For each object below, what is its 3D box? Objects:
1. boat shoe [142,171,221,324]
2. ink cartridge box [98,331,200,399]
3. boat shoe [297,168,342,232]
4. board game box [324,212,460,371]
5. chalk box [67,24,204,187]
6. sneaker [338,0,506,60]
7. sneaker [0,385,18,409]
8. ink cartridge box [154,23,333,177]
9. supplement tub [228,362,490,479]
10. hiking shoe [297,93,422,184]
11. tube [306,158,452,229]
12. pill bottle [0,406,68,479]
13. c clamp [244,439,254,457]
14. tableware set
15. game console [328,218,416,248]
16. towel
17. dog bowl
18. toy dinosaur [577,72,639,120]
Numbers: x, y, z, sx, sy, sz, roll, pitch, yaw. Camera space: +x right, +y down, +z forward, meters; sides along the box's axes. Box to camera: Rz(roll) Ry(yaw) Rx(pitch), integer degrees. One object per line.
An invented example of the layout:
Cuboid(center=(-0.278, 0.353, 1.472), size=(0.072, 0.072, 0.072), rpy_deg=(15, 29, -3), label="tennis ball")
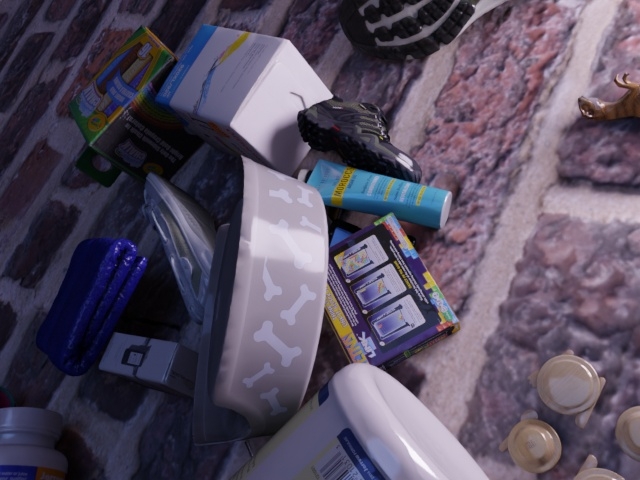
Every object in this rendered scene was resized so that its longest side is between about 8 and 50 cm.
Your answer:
Cuboid(center=(-0.234, -0.001, 1.002), size=(0.103, 0.118, 0.320), rpy_deg=(-44, 57, 6), label="boat shoe")
Cuboid(center=(-0.241, 0.193, 0.900), size=(0.150, 0.109, 0.063), rpy_deg=(1, 63, 34), label="ink cartridge box")
Cuboid(center=(0.000, 0.000, 0.866), size=(0.079, 0.084, 0.233), rpy_deg=(2, 68, 8), label="boat shoe")
Cuboid(center=(0.074, 0.071, 0.756), size=(0.141, 0.048, 0.170), rpy_deg=(-29, 64, 3), label="board game box")
Cuboid(center=(-0.362, -0.237, 1.173), size=(0.289, 0.180, 0.179), rpy_deg=(-44, 49, 4), label="chalk box")
Cuboid(center=(0.223, -0.420, 0.941), size=(0.410, 0.158, 0.182), rpy_deg=(-16, 26, 28), label="sneaker")
Cuboid(center=(-0.667, 0.312, 1.111), size=(0.178, 0.123, 0.296), rpy_deg=(-44, 57, 12), label="sneaker")
Cuboid(center=(-0.127, -0.242, 1.022), size=(0.232, 0.171, 0.168), rpy_deg=(26, 81, 41), label="ink cartridge box")
Cuboid(center=(0.003, 0.310, 0.588), size=(0.325, 0.235, 0.235), rpy_deg=(-45, 49, 5), label="supplement tub")
Cuboid(center=(0.074, -0.162, 0.895), size=(0.226, 0.086, 0.114), rpy_deg=(36, 64, 25), label="hiking shoe")
Cuboid(center=(0.076, -0.065, 0.828), size=(0.207, 0.052, 0.080), rpy_deg=(14, 54, 21), label="tube")
Cuboid(center=(-0.480, 0.407, 0.917), size=(0.152, 0.152, 0.272), rpy_deg=(-19, 56, 25), label="pill bottle")
Cuboid(center=(-0.124, 0.372, 0.785), size=(0.160, 0.022, 0.137), rpy_deg=(-41, 55, 7), label="c clamp")
Cuboid(center=(0.272, 0.206, 0.607), size=(0.168, 0.020, 0.141), rpy_deg=(38, 91, 40), label="tableware set")
Cuboid(center=(0.058, 0.037, 0.807), size=(0.107, 0.071, 0.122), rpy_deg=(1, 66, 47), label="game console")
Cuboid(center=(-0.400, 0.106, 1.024), size=(0.308, 0.076, 0.228), rpy_deg=(-1, 67, 59), label="towel")
Cuboid(center=(-0.081, 0.076, 0.731), size=(0.349, 0.102, 0.349), rpy_deg=(-170, 90, -77), label="dog bowl")
Cuboid(center=(0.421, -0.170, 0.699), size=(0.211, 0.064, 0.112), rpy_deg=(14, 91, 48), label="toy dinosaur")
